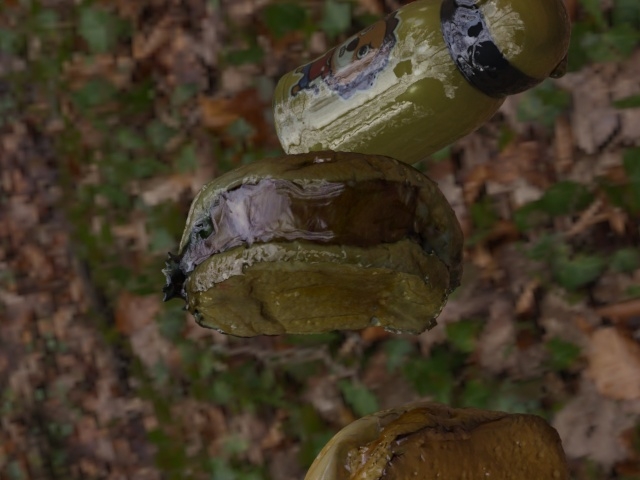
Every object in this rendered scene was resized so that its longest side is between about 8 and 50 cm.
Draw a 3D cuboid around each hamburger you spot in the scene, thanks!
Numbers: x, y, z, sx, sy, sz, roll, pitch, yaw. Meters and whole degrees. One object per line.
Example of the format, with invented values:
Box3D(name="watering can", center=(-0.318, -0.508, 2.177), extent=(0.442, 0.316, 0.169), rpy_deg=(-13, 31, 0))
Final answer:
Box3D(name="hamburger", center=(0.111, 0.298, 1.678), extent=(0.174, 0.304, 0.284), rpy_deg=(4, 93, 42))
Box3D(name="hamburger", center=(0.000, 0.000, 1.721), extent=(0.211, 0.309, 0.132), rpy_deg=(107, 162, -57))

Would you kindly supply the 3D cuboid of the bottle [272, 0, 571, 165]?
Box3D(name="bottle", center=(0.124, -0.193, 1.996), extent=(0.351, 0.171, 0.171), rpy_deg=(-29, 76, 32))
